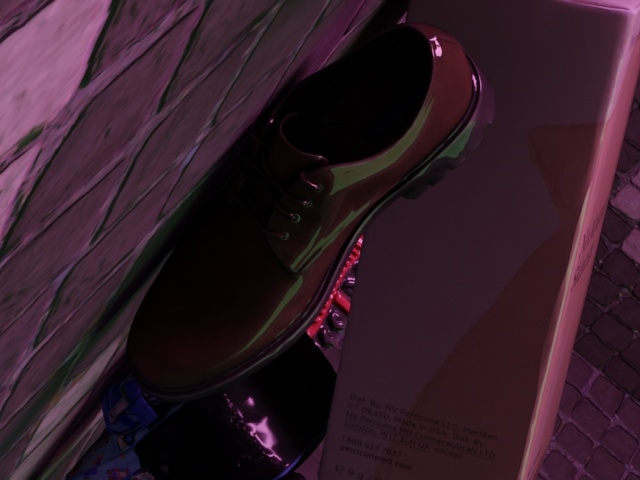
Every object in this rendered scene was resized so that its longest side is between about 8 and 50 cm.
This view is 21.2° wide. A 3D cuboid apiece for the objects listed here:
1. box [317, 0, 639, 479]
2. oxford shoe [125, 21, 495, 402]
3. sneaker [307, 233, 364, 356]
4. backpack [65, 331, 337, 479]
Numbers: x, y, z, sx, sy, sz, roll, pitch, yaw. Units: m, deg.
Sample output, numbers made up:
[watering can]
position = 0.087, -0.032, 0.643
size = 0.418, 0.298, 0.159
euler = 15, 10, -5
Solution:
[box]
position = 0.097, -0.008, 0.991
size = 0.148, 0.121, 0.311
euler = -45, 148, -66
[oxford shoe]
position = -0.020, -0.020, 0.813
size = 0.227, 0.083, 0.096
euler = -49, 155, 2
[sneaker]
position = 0.000, 0.000, 1.302
size = 0.262, 0.104, 0.125
euler = -45, -167, -22
[backpack]
position = -0.084, 0.124, 1.064
size = 0.173, 0.117, 0.158
euler = -33, -176, 22
